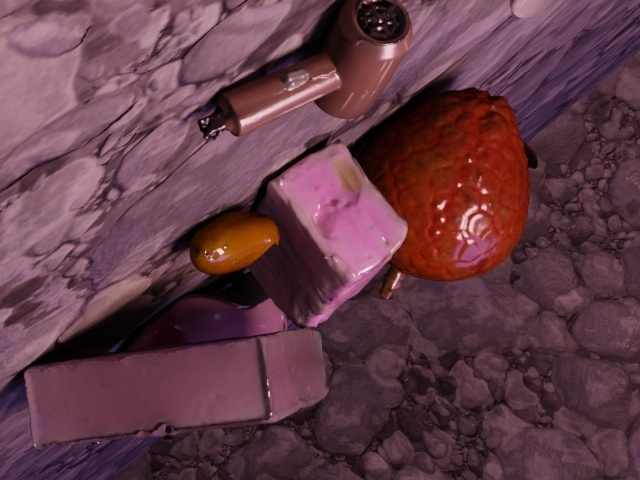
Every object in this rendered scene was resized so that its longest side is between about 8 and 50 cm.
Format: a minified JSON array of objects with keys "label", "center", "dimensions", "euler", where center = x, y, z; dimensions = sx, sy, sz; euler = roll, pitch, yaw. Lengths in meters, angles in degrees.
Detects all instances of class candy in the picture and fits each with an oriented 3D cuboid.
[{"label":"candy","center":[0.000,0.000,1.263],"dimensions":[0.116,0.155,0.265],"euler":[-34,173,-21]}]

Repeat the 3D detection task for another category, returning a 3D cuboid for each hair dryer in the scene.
[{"label":"hair dryer","center":[-0.016,-0.124,0.816],"dimensions":[0.181,0.064,0.117],"euler":[-29,169,-23]}]

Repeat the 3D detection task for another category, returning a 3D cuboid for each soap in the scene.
[{"label":"soap","center":[-0.161,0.177,1.258],"dimensions":[0.296,0.107,0.285],"euler":[-7,175,11]}]

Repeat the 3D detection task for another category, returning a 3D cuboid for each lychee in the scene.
[{"label":"lychee","center":[0.158,-0.055,1.359],"dimensions":[0.255,0.255,0.300],"euler":[-28,137,-53]}]

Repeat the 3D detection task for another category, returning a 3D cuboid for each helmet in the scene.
[{"label":"helmet","center":[-0.153,0.151,1.519],"dimensions":[0.253,0.154,0.198],"euler":[-39,176,-34]}]

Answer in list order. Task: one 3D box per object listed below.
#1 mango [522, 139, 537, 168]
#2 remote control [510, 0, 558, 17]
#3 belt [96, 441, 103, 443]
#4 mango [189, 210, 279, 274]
[{"label":"mango","center":[0.228,-0.101,1.766],"dimensions":[0.287,0.153,0.201],"euler":[-35,169,-28]},{"label":"remote control","center":[0.300,-0.334,1.078],"dimensions":[0.313,0.055,0.109],"euler":[-38,167,-35]},{"label":"belt","center":[-0.315,0.248,1.630],"dimensions":[0.232,0.071,0.053],"euler":[-37,-167,15]},{"label":"mango","center":[-0.101,0.001,1.153],"dimensions":[0.127,0.063,0.077],"euler":[-21,168,-49]}]
